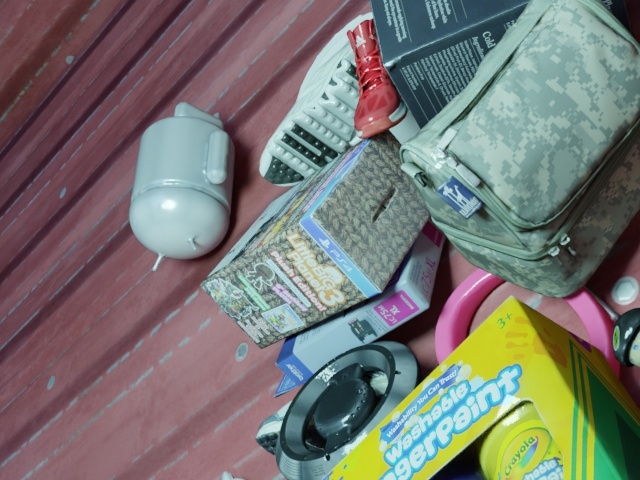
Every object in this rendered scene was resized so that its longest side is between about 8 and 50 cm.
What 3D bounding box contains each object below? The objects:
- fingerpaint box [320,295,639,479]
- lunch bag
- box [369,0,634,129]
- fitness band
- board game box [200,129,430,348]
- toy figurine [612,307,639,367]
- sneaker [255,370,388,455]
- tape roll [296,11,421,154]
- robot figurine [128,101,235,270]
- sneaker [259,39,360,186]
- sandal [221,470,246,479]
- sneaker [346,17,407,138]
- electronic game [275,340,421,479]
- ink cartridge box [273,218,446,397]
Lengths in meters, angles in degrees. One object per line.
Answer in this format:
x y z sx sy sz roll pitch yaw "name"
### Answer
0.149 0.342 0.868 0.445 0.163 0.371 -48 31 21 "fingerpaint box"
0.252 -0.119 1.034 0.305 0.256 0.212 -50 35 -9 "lunch bag"
0.241 -0.365 1.254 0.312 0.179 0.343 -21 50 18 "box"
0.254 0.131 1.088 0.209 0.054 0.291 -54 35 10 "fitness band"
0.000 0.000 1.288 0.291 0.141 0.232 -30 17 47 "board game box"
0.397 0.076 0.814 0.148 0.209 0.213 33 94 43 "toy figurine"
0.027 0.239 1.272 0.283 0.110 0.122 -27 36 29 "sneaker"
0.082 -0.255 1.516 0.286 0.100 0.286 -30 46 37 "tape roll"
-0.278 -0.110 1.773 0.300 0.199 0.354 -36 42 44 "robot figurine"
0.006 -0.212 1.419 0.292 0.110 0.118 -49 29 4 "sneaker"
-0.094 0.436 1.288 0.265 0.076 0.102 -146 62 -65 "sandal"
0.066 -0.239 1.254 0.087 0.128 0.221 -23 24 18 "sneaker"
0.033 0.220 1.127 0.229 0.048 0.229 -34 23 16 "electronic game"
0.043 0.100 1.302 0.311 0.065 0.186 -38 15 32 "ink cartridge box"
